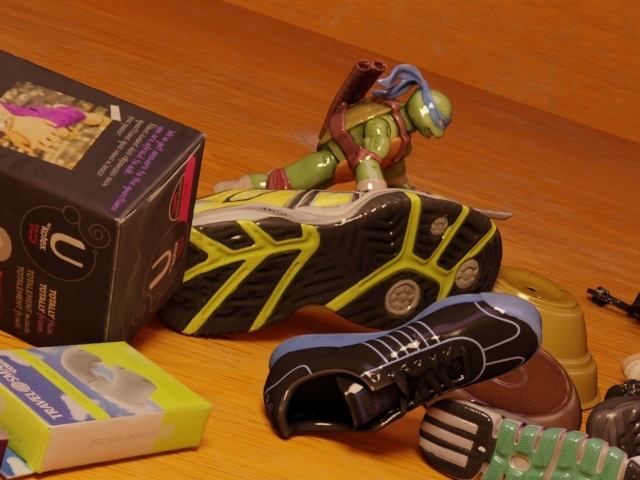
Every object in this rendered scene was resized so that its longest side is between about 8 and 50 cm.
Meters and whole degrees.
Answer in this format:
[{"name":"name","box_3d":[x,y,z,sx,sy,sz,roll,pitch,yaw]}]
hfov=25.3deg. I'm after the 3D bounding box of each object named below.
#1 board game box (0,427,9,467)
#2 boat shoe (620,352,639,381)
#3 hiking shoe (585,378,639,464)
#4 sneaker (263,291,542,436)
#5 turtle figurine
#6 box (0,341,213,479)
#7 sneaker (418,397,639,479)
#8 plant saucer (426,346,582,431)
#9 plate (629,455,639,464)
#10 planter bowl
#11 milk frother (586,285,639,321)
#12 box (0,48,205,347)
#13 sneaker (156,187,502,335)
[{"name":"board game box","box_3d":[-0.380,0.065,0.929,0.208,0.056,0.347,-3,28,-45]},{"name":"boat shoe","box_3d":[0.401,0.147,1.556,0.170,0.063,0.059,9,25,-30]},{"name":"hiking shoe","box_3d":[0.300,0.177,1.335,0.227,0.086,0.114,12,3,-45]},{"name":"sneaker","box_3d":[0.068,0.108,1.141,0.232,0.081,0.090,-14,27,7]},{"name":"turtle figurine","box_3d":[0.041,-0.036,1.545,0.266,0.275,0.198,-17,35,21]},{"name":"box","box_3d":[-0.176,0.116,1.008,0.109,0.042,0.178,30,18,34]},{"name":"sneaker","box_3d":[0.196,0.182,1.166,0.223,0.083,0.098,25,12,21]},{"name":"plant saucer","box_3d":[0.167,0.129,1.321,0.168,0.029,0.168,13,30,-8]},{"name":"plate","box_3d":[0.417,0.233,1.130,0.278,0.045,0.277,-7,20,-6]},{"name":"planter bowl","box_3d":[0.205,0.085,1.479,0.217,0.090,0.217,19,16,-6]},{"name":"milk frother","box_3d":[0.429,0.042,1.805,0.143,0.135,0.129,27,-14,16]},{"name":"box","box_3d":[-0.248,-0.039,1.146,0.270,0.165,0.143,24,40,13]},{"name":"sneaker","box_3d":[0.000,0.000,1.359,0.384,0.145,0.147,3,20,-27]}]
